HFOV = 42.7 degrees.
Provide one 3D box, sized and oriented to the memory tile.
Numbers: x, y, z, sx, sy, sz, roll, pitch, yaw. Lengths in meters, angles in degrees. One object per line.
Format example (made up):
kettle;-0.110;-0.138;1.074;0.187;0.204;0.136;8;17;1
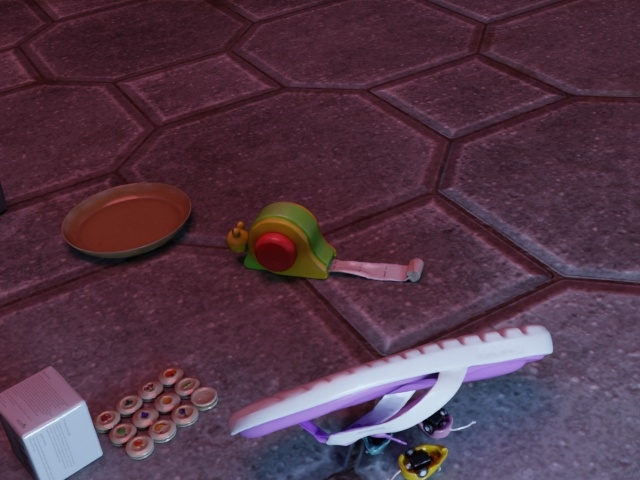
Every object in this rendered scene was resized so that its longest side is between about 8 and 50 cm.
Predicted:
memory tile;-0.223;0.230;1.114;0.113;0.012;0.148;25;45;37

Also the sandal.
sandal;0.099;0.189;0.977;0.417;0.169;0.102;-14;75;-12

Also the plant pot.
plant pot;-0.353;-0.034;1.506;0.237;0.032;0.236;-4;34;3

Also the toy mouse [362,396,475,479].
toy mouse;0.108;0.242;1.026;0.161;0.031;0.143;-20;37;-20

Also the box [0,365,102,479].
box;-0.348;0.237;1.045;0.087;0.101;0.102;-29;40;-30

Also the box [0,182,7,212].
box;-0.726;-0.094;1.517;0.167;0.168;0.203;5;29;16

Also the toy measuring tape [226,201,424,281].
toy measuring tape;0.000;0.000;1.326;0.330;0.121;0.121;5;36;16
